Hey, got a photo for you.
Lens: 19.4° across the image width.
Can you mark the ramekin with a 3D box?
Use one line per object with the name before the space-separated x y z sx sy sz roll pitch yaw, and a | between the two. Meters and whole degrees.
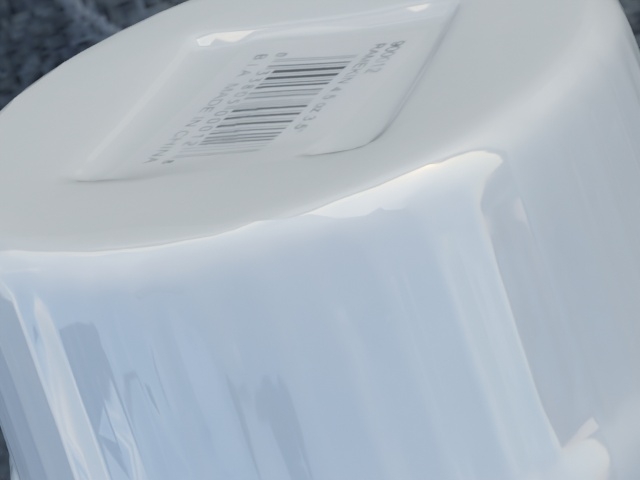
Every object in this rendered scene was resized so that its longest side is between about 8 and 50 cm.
ramekin | 0.000 0.000 0.674 0.277 0.277 0.135 -4 119 29
